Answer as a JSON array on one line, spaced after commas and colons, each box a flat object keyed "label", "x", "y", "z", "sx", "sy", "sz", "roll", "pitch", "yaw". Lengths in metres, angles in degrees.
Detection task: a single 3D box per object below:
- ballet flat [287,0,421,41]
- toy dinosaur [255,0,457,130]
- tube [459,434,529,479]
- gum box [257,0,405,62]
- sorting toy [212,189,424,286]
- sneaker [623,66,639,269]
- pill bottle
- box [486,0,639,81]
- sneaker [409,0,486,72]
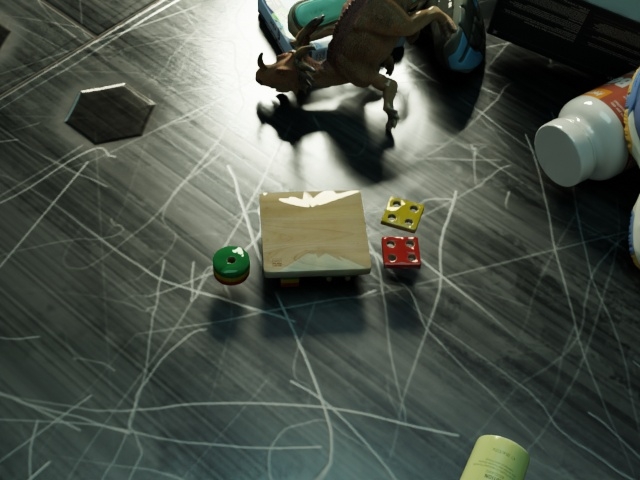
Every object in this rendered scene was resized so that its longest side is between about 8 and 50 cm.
[{"label": "ballet flat", "x": 0.050, "y": -0.348, "z": 1.568, "sx": 0.213, "sy": 0.068, "sz": 0.072, "roll": -18, "pitch": 85, "yaw": -10}, {"label": "toy dinosaur", "x": 0.056, "y": -0.292, "z": 1.480, "sx": 0.200, "sy": 0.295, "sz": 0.127, "roll": 26, "pitch": 18, "yaw": -29}, {"label": "tube", "x": 0.153, "y": 0.316, "z": 1.093, "sx": 0.070, "sy": 0.062, "sz": 0.240, "roll": -8, "pitch": 42, "yaw": 45}, {"label": "gum box", "x": 0.016, "y": -0.342, "z": 1.636, "sx": 0.185, "sy": 0.041, "sz": 0.157, "roll": -17, "pitch": 54, "yaw": -15}, {"label": "sorting toy", "x": 0.000, "y": 0.000, "z": 1.349, "sx": 0.275, "sy": 0.046, "sz": 0.132, "roll": -2, "pitch": 51, "yaw": -5}, {"label": "sneaker", "x": 0.466, "y": -0.101, "z": 1.336, "sx": 0.112, "sy": 0.131, "sz": 0.296, "roll": 3, "pitch": 79, "yaw": -20}, {"label": "pill bottle", "x": 0.405, "y": -0.156, "z": 1.455, "sx": 0.216, "sy": 0.121, "sz": 0.121, "roll": -26, "pitch": 57, "yaw": -23}, {"label": "box", "x": 0.390, "y": -0.332, "z": 1.529, "sx": 0.261, "sy": 0.184, "sz": 0.103, "roll": 24, "pitch": 72, "yaw": 6}, {"label": "sneaker", "x": 0.174, "y": -0.374, "z": 1.645, "sx": 0.140, "sy": 0.125, "sz": 0.340, "roll": -13, "pitch": 47, "yaw": 14}]
